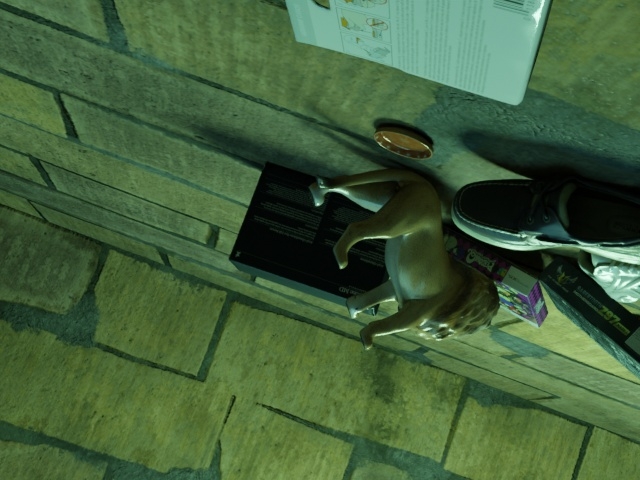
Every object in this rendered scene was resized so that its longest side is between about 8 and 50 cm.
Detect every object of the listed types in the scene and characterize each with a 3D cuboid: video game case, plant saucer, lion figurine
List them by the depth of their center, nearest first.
[{"bbox_3d":[0.113,-0.133,1.297,0.083,0.013,0.083,20,168,5],"label":"plant saucer"},{"bbox_3d":[0.141,0.019,1.472,0.142,0.240,0.392,-114,5,-51],"label":"lion figurine"},{"bbox_3d":[0.293,0.063,1.689,0.210,0.041,0.232,30,173,23],"label":"video game case"}]

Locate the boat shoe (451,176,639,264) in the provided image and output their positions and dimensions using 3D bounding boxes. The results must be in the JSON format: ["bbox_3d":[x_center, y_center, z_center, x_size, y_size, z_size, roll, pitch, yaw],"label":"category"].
[{"bbox_3d":[0.307,-0.037,1.219,0.285,0.102,0.092,13,161,16],"label":"boat shoe"}]

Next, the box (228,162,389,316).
[{"bbox_3d":[0.000,0.000,1.654,0.261,0.184,0.103,19,167,9],"label":"box"}]

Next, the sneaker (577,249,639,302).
[{"bbox_3d":[0.439,0.037,1.347,0.115,0.090,0.232,27,166,-14],"label":"sneaker"}]

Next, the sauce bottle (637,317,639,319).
[{"bbox_3d":[0.588,0.162,1.754,0.128,0.042,0.042,11,165,42],"label":"sauce bottle"}]

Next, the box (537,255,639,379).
[{"bbox_3d":[0.475,0.140,1.583,0.232,0.059,0.183,45,-179,33],"label":"box"}]

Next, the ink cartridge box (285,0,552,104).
[{"bbox_3d":[0.083,-0.225,0.845,0.239,0.060,0.275,19,168,10],"label":"ink cartridge box"}]
